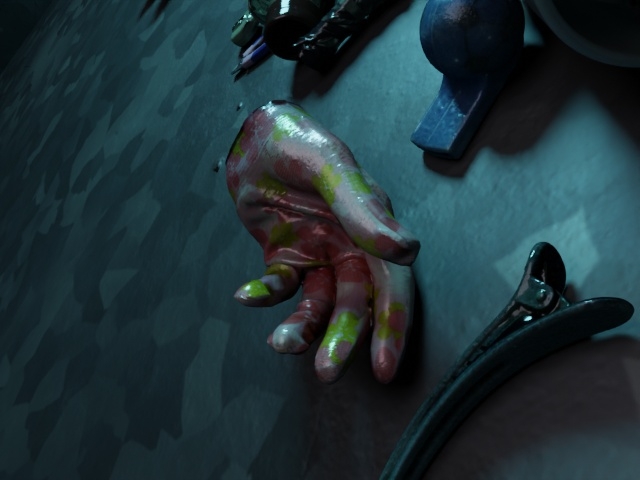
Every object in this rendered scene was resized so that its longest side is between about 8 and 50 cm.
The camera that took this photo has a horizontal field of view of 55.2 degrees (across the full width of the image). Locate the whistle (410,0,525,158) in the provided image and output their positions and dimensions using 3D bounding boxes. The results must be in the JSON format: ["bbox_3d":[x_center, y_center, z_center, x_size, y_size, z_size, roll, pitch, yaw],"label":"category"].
[{"bbox_3d":[0.112,-0.154,0.493,0.158,0.090,0.090,-58,36,-1],"label":"whistle"}]

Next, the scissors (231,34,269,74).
[{"bbox_3d":[-0.089,-0.269,0.864,0.113,0.012,0.039,-29,46,34],"label":"scissors"}]

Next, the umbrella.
[{"bbox_3d":[0.047,-0.266,0.683,0.188,0.046,0.050,-43,57,17],"label":"umbrella"}]

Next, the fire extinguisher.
[{"bbox_3d":[-0.010,-0.337,0.784,0.099,0.071,0.231,-3,58,19],"label":"fire extinguisher"}]

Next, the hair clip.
[{"bbox_3d":[0.089,0.108,0.382,0.229,0.039,0.070,-54,36,14],"label":"hair clip"}]

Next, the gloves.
[{"bbox_3d":[0.005,0.001,0.489,0.145,0.126,0.241,-37,70,19],"label":"gloves"}]

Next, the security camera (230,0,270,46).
[{"bbox_3d":[-0.102,-0.317,0.889,0.092,0.058,0.058,-20,51,51],"label":"security camera"}]

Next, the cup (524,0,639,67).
[{"bbox_3d":[0.174,-0.286,0.410,0.212,0.212,0.317,-41,39,23],"label":"cup"}]
